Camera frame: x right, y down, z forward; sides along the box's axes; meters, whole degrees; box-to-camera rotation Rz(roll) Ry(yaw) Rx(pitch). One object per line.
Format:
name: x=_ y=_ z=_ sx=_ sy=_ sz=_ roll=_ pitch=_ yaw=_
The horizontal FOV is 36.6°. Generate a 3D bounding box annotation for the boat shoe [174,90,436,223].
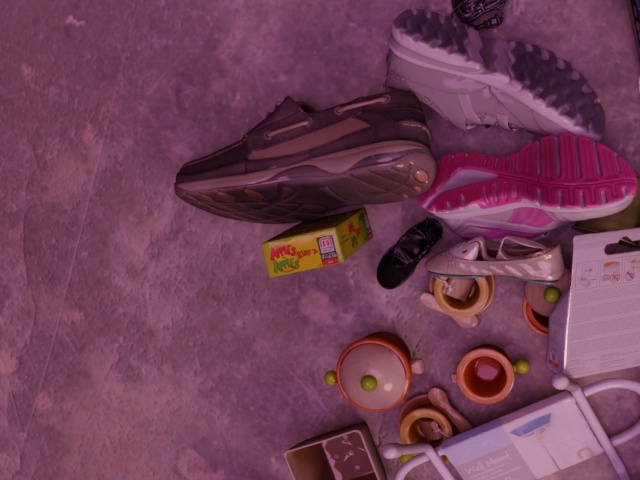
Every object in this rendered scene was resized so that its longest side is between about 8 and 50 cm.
boat shoe: x=-0.020 y=-0.106 z=1.220 sx=0.356 sy=0.132 sz=0.130 roll=-6 pitch=67 yaw=25

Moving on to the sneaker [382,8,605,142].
sneaker: x=0.207 y=-0.180 z=1.173 sx=0.281 sy=0.105 sz=0.115 roll=26 pitch=138 yaw=4

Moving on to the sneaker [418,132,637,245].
sneaker: x=0.252 y=-0.053 z=1.155 sx=0.252 sy=0.111 sz=0.102 roll=-1 pitch=61 yaw=30

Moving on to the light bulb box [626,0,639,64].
light bulb box: x=0.532 y=-0.184 z=0.994 sx=0.361 sy=0.225 sz=0.357 roll=-13 pitch=95 yaw=11

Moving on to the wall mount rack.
wall mount rack: x=0.232 y=0.257 z=1.154 sx=0.350 sy=0.130 sz=0.304 roll=-27 pitch=122 yaw=14

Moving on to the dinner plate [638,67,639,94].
dinner plate: x=0.447 y=-0.190 z=1.136 sx=0.141 sy=0.017 sz=0.141 roll=2 pitch=100 yaw=13

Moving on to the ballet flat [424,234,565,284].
ballet flat: x=0.207 y=0.017 z=1.153 sx=0.168 sy=0.057 sz=0.052 roll=3 pitch=112 yaw=21

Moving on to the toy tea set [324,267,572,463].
toy tea set: x=0.169 y=0.136 z=1.202 sx=0.200 sy=0.124 sz=0.336 roll=44 pitch=106 yaw=4

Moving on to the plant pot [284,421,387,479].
plant pot: x=0.031 y=0.297 z=1.277 sx=0.109 sy=0.096 sz=0.109 roll=-20 pitch=94 yaw=17

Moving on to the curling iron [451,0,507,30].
curling iron: x=0.253 y=-0.362 z=1.146 sx=0.068 sy=0.035 sz=0.274 roll=38 pitch=106 yaw=1

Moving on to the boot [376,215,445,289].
boot: x=0.106 y=0.020 z=1.211 sx=0.045 sy=0.099 sz=0.121 roll=44 pitch=106 yaw=5

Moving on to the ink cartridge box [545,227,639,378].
ink cartridge box: x=0.340 y=0.068 z=1.143 sx=0.146 sy=0.045 sz=0.179 roll=-7 pitch=106 yaw=-20

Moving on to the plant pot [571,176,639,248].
plant pot: x=0.353 y=-0.040 z=1.158 sx=0.083 sy=0.083 sz=0.079 roll=19 pitch=90 yaw=10

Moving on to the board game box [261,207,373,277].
board game box: x=0.000 y=0.000 z=1.191 sx=0.092 sy=0.181 sz=0.043 roll=-12 pitch=96 yaw=15
